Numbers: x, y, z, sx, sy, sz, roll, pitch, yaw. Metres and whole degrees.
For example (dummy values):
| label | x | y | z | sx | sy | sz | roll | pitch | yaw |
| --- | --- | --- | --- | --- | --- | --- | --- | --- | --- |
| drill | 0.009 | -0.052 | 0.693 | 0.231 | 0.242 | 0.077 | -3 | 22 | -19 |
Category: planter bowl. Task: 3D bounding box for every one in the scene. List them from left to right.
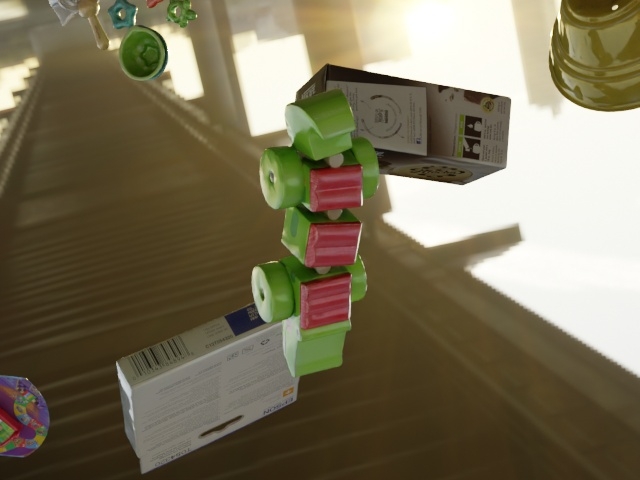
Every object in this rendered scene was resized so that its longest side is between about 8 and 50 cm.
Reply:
| label | x | y | z | sx | sy | sz | roll | pitch | yaw |
| --- | --- | --- | --- | --- | --- | --- | --- | --- | --- |
| planter bowl | 0.328 | -0.252 | 1.241 | 0.217 | 0.090 | 0.217 | -22 | -131 | 28 |

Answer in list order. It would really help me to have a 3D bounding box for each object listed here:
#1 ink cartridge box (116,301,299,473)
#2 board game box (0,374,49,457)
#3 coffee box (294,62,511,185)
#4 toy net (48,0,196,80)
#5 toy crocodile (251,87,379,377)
| label | x | y | z | sx | sy | sz | roll | pitch | yaw |
| --- | --- | --- | --- | --- | --- | --- | --- | --- | --- |
| ink cartridge box | -0.182 | 0.242 | 1.970 | 0.324 | 0.071 | 0.330 | -23 | 152 | -21 |
| board game box | -0.434 | 0.232 | 1.469 | 0.168 | 0.133 | 0.033 | 6 | -150 | -1 |
| coffee box | 0.119 | -0.171 | 1.756 | 0.297 | 0.119 | 0.168 | 7 | 171 | -17 |
| toy net | -0.277 | -0.305 | 1.502 | 0.232 | 0.122 | 0.045 | 31 | -161 | 17 |
| toy crocodile | 0.000 | 0.000 | 1.211 | 0.115 | 0.341 | 0.105 | -8 | -151 | -23 |
